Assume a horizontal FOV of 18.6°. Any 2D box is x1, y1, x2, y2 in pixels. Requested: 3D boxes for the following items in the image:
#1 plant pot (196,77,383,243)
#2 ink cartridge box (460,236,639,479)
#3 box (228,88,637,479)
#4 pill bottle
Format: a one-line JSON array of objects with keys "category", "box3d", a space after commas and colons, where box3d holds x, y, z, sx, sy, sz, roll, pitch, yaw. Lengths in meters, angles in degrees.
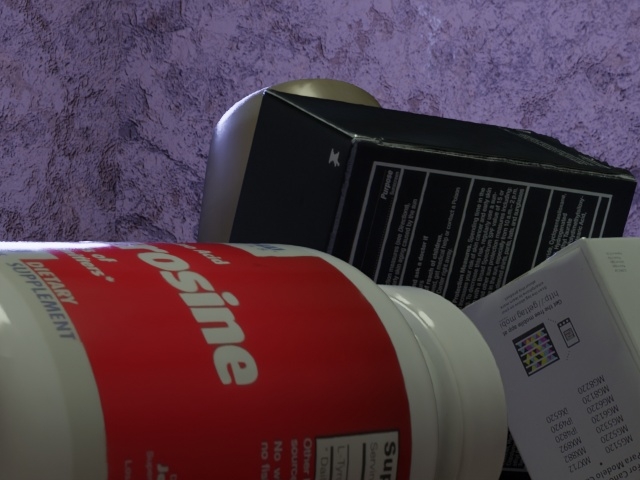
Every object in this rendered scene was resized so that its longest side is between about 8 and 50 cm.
[{"category": "plant pot", "box3d": [0.000, 0.000, 2.004, 0.323, 0.280, 0.323, -8, -34, -6]}, {"category": "ink cartridge box", "box3d": [0.283, 0.142, 1.516, 0.130, 0.271, 0.309, -33, -19, 31]}, {"category": "box", "box3d": [0.077, 0.042, 1.704, 0.294, 0.296, 0.183, 7, 14, -32]}, {"category": "pill bottle", "box3d": [-0.082, 0.114, 1.130, 0.229, 0.229, 0.408, 4, 2, 43]}]
